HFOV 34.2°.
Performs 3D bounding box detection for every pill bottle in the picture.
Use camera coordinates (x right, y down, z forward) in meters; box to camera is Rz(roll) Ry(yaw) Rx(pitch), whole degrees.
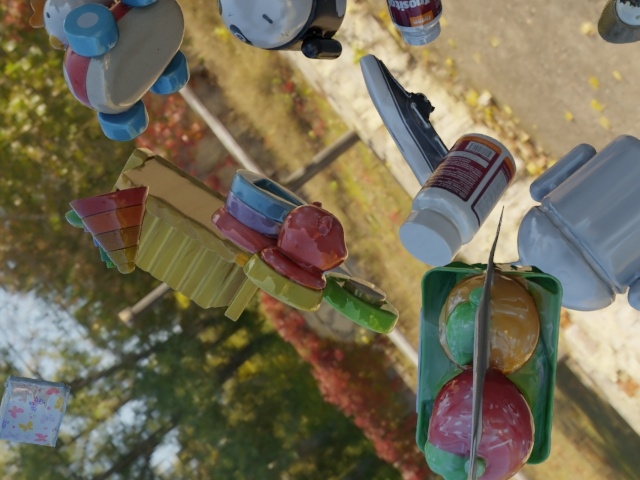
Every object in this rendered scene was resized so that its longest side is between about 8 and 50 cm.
[{"bbox_3d":[0.228,-0.068,1.740,0.121,0.221,0.121,28,150,18],"label":"pill bottle"},{"bbox_3d":[0.145,-0.384,1.629,0.086,0.086,0.152,45,165,41],"label":"pill bottle"}]

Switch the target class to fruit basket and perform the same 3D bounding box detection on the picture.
[{"bbox_3d":[0.161,0.161,1.113,0.353,0.165,0.327,-45,-42,-64],"label":"fruit basket"}]

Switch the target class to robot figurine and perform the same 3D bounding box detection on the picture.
[{"bbox_3d":[0.458,-0.026,1.641,0.200,0.353,0.300,42,-168,-50],"label":"robot figurine"},{"bbox_3d":[-0.062,-0.406,1.762,0.209,0.174,0.278,12,-167,21],"label":"robot figurine"}]

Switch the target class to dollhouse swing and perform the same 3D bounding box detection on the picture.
[{"bbox_3d":[-0.280,0.023,2.023,0.346,0.315,0.305,32,-154,-3],"label":"dollhouse swing"}]

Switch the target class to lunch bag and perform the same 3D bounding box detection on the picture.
[{"bbox_3d":[-0.324,0.186,1.176,0.053,0.071,0.083,-103,30,-50],"label":"lunch bag"}]

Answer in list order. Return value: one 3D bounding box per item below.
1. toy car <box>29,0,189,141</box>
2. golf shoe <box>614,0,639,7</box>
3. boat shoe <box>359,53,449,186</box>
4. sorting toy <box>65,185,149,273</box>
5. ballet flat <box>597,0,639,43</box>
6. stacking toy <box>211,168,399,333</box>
[{"bbox_3d":[-0.344,-0.306,1.533,0.238,0.210,0.219,24,152,22],"label":"toy car"},{"bbox_3d":[0.529,-0.426,1.543,0.105,0.120,0.272,30,160,-33],"label":"golf shoe"},{"bbox_3d":[0.184,-0.257,2.123,0.301,0.102,0.108,60,178,-5],"label":"boat shoe"},{"bbox_3d":[-0.336,-0.003,1.679,0.365,0.127,0.126,165,92,-74],"label":"sorting toy"},{"bbox_3d":[0.614,-0.427,1.781,0.342,0.124,0.116,-9,84,39],"label":"ballet flat"},{"bbox_3d":[0.000,0.000,1.547,0.279,0.130,0.309,23,-167,-33],"label":"stacking toy"}]
